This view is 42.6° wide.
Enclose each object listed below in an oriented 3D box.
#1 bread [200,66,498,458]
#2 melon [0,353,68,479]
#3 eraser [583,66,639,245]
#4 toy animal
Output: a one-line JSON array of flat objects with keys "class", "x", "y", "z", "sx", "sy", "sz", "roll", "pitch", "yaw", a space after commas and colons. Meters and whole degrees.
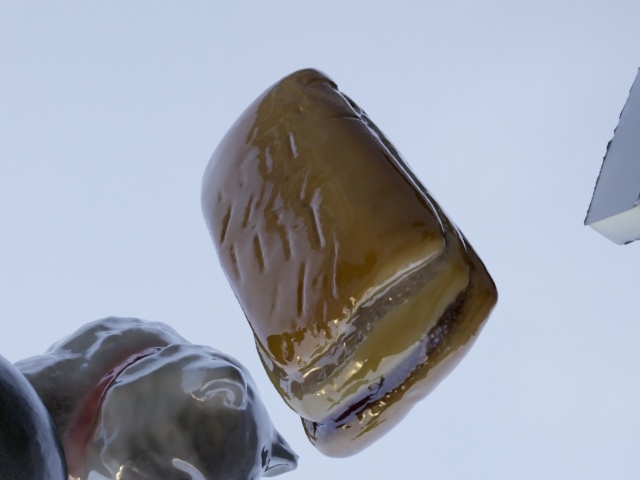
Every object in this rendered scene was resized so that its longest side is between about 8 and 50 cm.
[{"class": "bread", "x": 0.000, "y": 0.000, "z": 0.408, "sx": 0.077, "sy": 0.116, "sz": 0.200, "roll": 37, "pitch": -165, "yaw": -38}, {"class": "melon", "x": -0.163, "y": 0.092, "z": 0.348, "sx": 0.098, "sy": 0.098, "sz": 0.131, "roll": -42, "pitch": -65, "yaw": -47}, {"class": "eraser", "x": 0.273, "y": -0.092, "z": 0.510, "sx": 0.038, "sy": 0.230, "sz": 0.157, "roll": 32, "pitch": -115, "yaw": -13}, {"class": "toy animal", "x": -0.106, "y": 0.162, "z": 0.636, "sx": 0.188, "sy": 0.308, "sz": 0.266, "roll": -27, "pitch": -144, "yaw": 3}]
